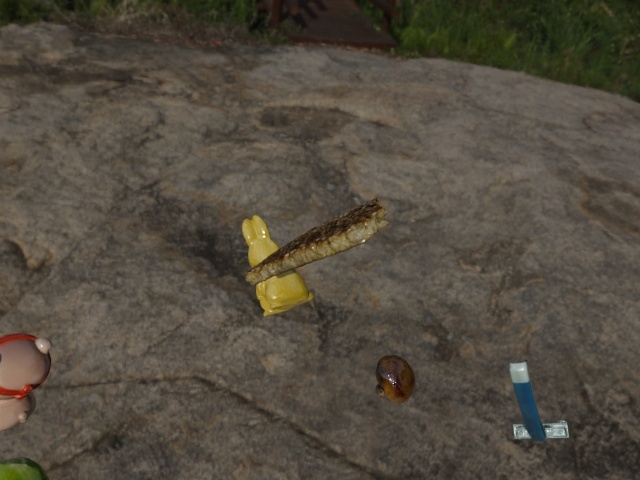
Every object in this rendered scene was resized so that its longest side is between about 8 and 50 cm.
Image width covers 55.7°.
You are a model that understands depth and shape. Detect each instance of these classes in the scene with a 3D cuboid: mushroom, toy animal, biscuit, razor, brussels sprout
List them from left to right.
[{"bbox_3d":[-0.646,0.283,1.242,0.171,0.198,0.171,19,16,-6],"label":"toy animal"},{"bbox_3d":[-0.695,0.569,1.339,0.180,0.162,0.144,-1,-3,13],"label":"brussels sprout"},{"bbox_3d":[-0.078,0.034,0.962,0.083,0.070,0.159,-19,75,-25],"label":"toy animal"},{"bbox_3d":[0.010,-0.007,0.709,0.131,0.237,0.026,-37,98,-37],"label":"biscuit"},{"bbox_3d":[0.194,0.357,1.577,0.127,0.087,0.127,22,56,-36],"label":"mushroom"},{"bbox_3d":[0.246,0.198,0.707,0.068,0.191,0.037,-10,49,21],"label":"razor"}]
